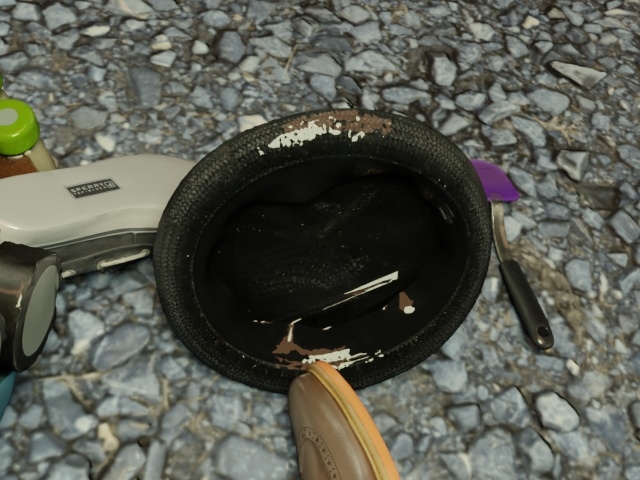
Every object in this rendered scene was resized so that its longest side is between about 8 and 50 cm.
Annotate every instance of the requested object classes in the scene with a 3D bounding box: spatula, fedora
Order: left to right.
[{"bbox_3d":[0.000,0.000,0.798,0.334,0.333,0.152,5,21,-11],"label":"fedora"},{"bbox_3d":[0.228,0.004,0.950,0.084,0.030,0.296,-1,56,-17],"label":"spatula"}]

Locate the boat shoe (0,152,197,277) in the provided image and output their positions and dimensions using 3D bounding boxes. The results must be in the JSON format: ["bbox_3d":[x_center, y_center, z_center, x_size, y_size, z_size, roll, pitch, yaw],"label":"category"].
[{"bbox_3d":[-0.219,-0.016,0.812,0.108,0.102,0.301,43,36,25],"label":"boat shoe"}]

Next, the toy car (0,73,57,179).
[{"bbox_3d":[-0.381,-0.071,0.784,0.188,0.155,0.149,-33,69,-20],"label":"toy car"}]

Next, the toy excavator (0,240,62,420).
[{"bbox_3d":[-0.377,0.229,0.544,0.223,0.444,0.433,13,13,-4],"label":"toy excavator"}]

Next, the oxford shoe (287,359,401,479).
[{"bbox_3d":[0.009,0.275,0.651,0.133,0.130,0.363,-9,58,-12],"label":"oxford shoe"}]
